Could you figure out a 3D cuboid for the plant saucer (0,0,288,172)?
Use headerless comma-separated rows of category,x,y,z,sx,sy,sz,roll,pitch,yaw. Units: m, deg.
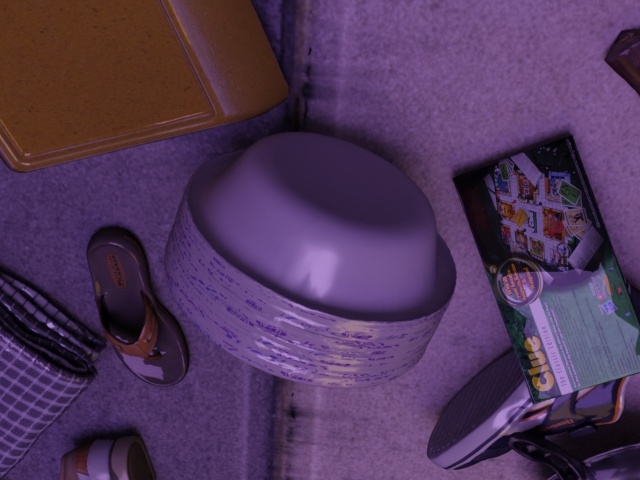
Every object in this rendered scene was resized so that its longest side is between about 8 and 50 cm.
plant saucer,-0.235,-0.196,1.003,0.333,0.081,0.332,-12,135,12

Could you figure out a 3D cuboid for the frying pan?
frying pan,0.335,0.268,1.222,0.197,0.053,0.326,-20,148,6

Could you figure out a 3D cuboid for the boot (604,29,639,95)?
boot,0.355,-0.177,1.048,0.106,0.037,0.114,-36,107,20

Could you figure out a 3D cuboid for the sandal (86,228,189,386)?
sandal,-0.220,0.090,1.236,0.090,0.060,0.219,-7,120,9

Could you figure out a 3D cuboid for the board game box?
board game box,0.247,0.032,1.116,0.136,0.030,0.259,-19,90,13

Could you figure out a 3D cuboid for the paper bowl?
paper bowl,0.000,0.000,1.035,0.284,0.284,0.148,20,120,-7

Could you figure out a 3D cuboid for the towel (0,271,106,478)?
towel,-0.437,0.141,1.251,0.284,0.121,0.235,37,116,-16

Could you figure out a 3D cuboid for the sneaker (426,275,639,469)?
sneaker,0.266,0.180,1.212,0.127,0.126,0.321,39,115,-11

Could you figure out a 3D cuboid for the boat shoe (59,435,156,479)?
boat shoe,-0.263,0.396,1.400,0.103,0.113,0.302,-7,109,10
